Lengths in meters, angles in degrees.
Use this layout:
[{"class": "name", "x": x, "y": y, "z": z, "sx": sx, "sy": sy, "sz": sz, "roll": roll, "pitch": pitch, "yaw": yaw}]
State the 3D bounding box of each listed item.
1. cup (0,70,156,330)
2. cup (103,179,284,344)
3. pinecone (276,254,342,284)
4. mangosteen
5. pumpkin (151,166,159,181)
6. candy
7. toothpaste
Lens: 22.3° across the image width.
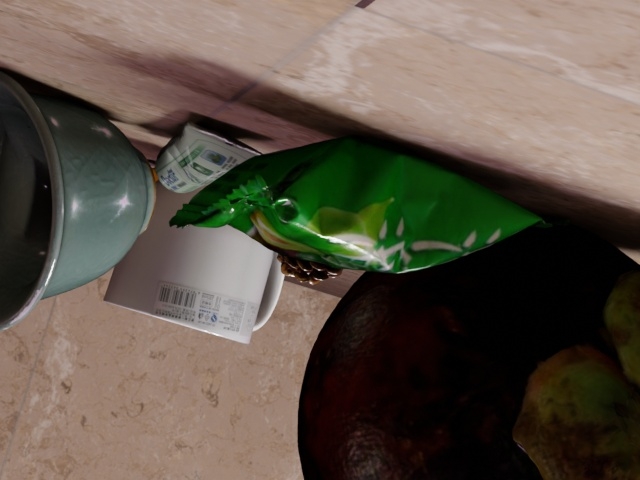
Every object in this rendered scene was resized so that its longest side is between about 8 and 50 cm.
[{"class": "cup", "x": -0.207, "y": -0.034, "z": 1.257, "sx": 0.199, "sy": 0.199, "sz": 0.150, "roll": 13, "pitch": -168, "yaw": 42}, {"class": "cup", "x": -0.090, "y": 0.012, "z": 1.444, "sx": 0.173, "sy": 0.142, "sz": 0.134, "roll": 19, "pitch": 175, "yaw": -23}, {"class": "pinecone", "x": 0.000, "y": 0.000, "z": 1.422, "sx": 0.077, "sy": 0.077, "sz": 0.083, "roll": 19, "pitch": 165, "yaw": -31}, {"class": "mangosteen", "x": 0.135, "y": 0.123, "z": 1.064, "sx": 0.311, "sy": 0.311, "sz": 0.311, "roll": 17, "pitch": 176, "yaw": 1}, {"class": "pumpkin", "x": -0.136, "y": -0.050, "z": 1.570, "sx": 0.073, "sy": 0.035, "sz": 0.101, "roll": 9, "pitch": 169, "yaw": 45}, {"class": "candy", "x": 0.027, "y": -0.025, "z": 0.972, "sx": 0.203, "sy": 0.078, "sz": 0.141, "roll": 3, "pitch": -166, "yaw": -27}, {"class": "toothpaste", "x": -0.090, "y": -0.062, "z": 1.211, "sx": 0.064, "sy": 0.041, "sz": 0.218, "roll": 24, "pitch": 171, "yaw": -13}]
